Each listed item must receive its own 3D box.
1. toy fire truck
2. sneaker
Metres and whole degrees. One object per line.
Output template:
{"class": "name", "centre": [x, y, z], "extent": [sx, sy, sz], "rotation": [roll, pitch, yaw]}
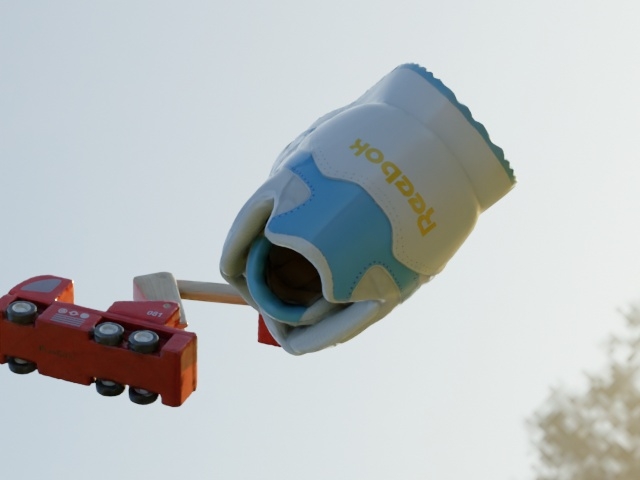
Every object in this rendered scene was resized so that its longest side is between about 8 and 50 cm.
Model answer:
{"class": "toy fire truck", "centre": [-0.107, 0.052, 1.258], "extent": [0.135, 0.192, 0.047], "rotation": [-50, -33, -56]}
{"class": "sneaker", "centre": [0.000, 0.000, 0.784], "extent": [0.092, 0.087, 0.228], "rotation": [-41, -4, -17]}
